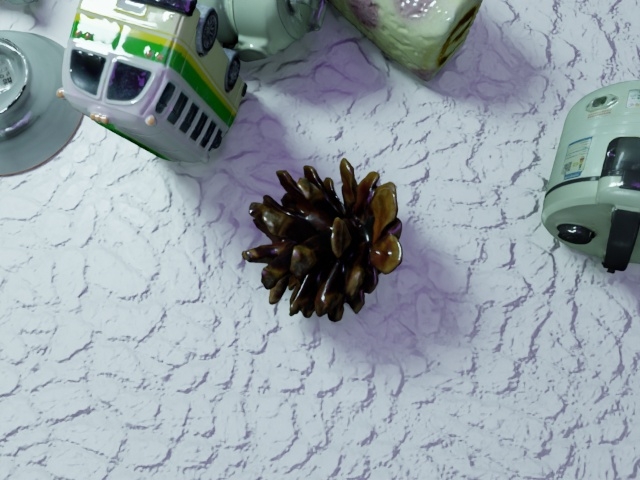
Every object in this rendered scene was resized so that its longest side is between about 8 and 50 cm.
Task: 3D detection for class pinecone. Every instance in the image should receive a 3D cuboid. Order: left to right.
[{"bbox_3d":[-0.003,-0.001,0.752,0.201,0.202,0.228,17,97,-5],"label":"pinecone"}]

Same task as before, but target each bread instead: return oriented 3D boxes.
[{"bbox_3d":[0.090,-0.417,0.869,0.155,0.187,0.338,-44,81,-9],"label":"bread"}]

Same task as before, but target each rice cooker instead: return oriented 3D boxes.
[{"bbox_3d":[0.431,-0.080,0.762,0.226,0.226,0.244,22,76,5],"label":"rice cooker"}]

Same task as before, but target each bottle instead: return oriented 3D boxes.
[{"bbox_3d":[-0.149,-0.395,0.838,0.352,0.229,0.229,17,76,12],"label":"bottle"}]

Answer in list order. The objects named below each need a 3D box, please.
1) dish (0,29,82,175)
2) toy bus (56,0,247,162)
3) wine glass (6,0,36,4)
[{"bbox_3d":[-0.513,-0.237,0.871,0.260,0.085,0.260,0,75,0],"label":"dish"},{"bbox_3d":[-0.210,-0.209,0.758,0.143,0.305,0.179,17,89,4],"label":"toy bus"},{"bbox_3d":[-0.578,-0.457,0.897,0.197,0.165,0.164,-4,76,5],"label":"wine glass"}]
